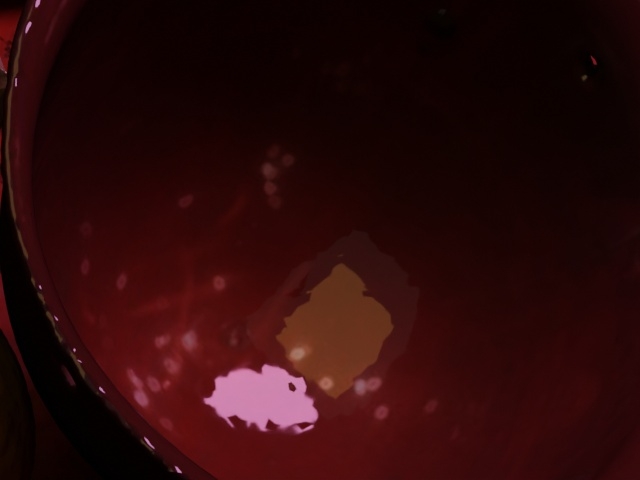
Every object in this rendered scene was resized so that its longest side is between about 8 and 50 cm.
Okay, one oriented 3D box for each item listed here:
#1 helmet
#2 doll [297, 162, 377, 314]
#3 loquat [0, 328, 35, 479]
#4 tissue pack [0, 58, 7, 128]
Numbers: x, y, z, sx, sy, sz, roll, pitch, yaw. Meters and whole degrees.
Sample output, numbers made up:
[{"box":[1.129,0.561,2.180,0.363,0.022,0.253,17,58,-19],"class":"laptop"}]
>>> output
[{"box":[0.000,0.000,0.845,0.337,0.230,0.385,30,55,-9],"class":"helmet"},{"box":[0.020,-0.044,1.000,0.169,0.057,0.109,-39,62,-13],"class":"doll"},{"box":[-0.228,0.092,0.761,0.208,0.208,0.208,3,48,-4],"class":"loquat"},{"box":[-0.322,-0.113,0.893,0.238,0.238,0.305,-15,52,-19],"class":"tissue pack"}]
